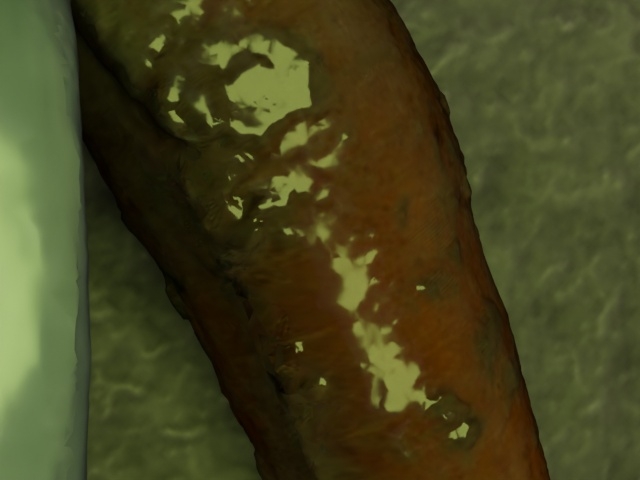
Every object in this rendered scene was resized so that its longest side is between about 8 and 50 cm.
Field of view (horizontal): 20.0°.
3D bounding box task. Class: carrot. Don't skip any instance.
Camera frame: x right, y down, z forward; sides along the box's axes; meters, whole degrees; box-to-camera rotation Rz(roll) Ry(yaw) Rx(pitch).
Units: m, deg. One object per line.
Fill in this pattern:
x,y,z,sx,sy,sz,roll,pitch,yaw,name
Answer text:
0.000,0.000,0.699,0.139,0.139,0.302,-29,101,-13,carrot

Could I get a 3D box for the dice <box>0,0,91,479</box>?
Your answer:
-0.216,0.012,0.576,0.265,0.262,0.268,-2,86,-13,dice
